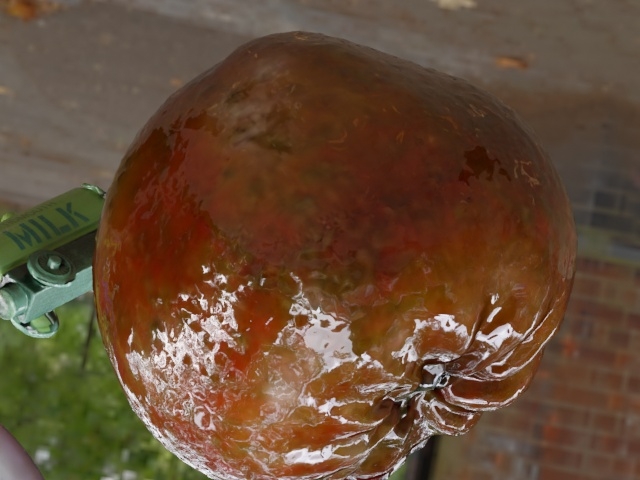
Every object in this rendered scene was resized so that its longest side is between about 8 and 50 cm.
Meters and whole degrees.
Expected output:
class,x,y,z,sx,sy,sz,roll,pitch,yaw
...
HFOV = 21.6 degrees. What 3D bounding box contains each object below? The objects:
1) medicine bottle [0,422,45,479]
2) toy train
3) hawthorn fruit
class,x,y,z,sx,sy,sz,roll,pitch,yaw
medicine bottle,-0.309,0.231,0.908,0.219,0.219,0.388,12,146,-31
toy train,-0.315,0.014,1.966,0.157,0.105,0.253,36,-144,18
hawthorn fruit,0.000,0.000,1.400,0.403,0.402,0.403,10,177,1
